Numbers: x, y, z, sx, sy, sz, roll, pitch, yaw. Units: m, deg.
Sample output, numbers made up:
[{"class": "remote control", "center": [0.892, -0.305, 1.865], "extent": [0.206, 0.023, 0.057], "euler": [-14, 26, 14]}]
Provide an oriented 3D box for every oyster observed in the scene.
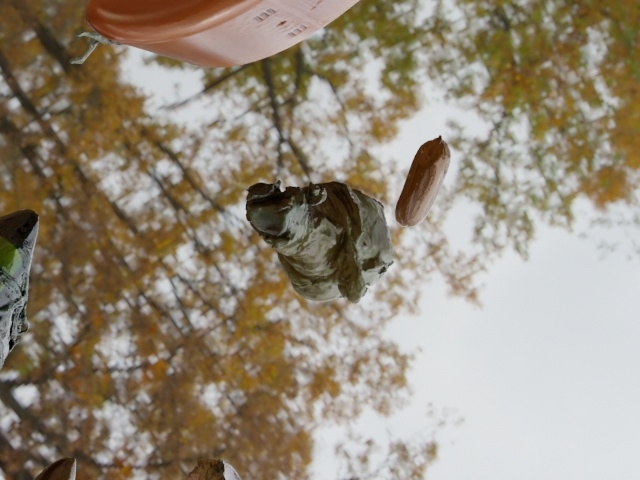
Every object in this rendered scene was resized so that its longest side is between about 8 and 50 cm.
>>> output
[{"class": "oyster", "center": [-0.088, 0.281, 1.074], "extent": [0.081, 0.191, 0.163], "euler": [-24, -139, -1]}]

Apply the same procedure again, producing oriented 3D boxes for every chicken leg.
[{"class": "chicken leg", "center": [0.000, 0.000, 0.966], "extent": [0.088, 0.103, 0.227], "euler": [5, 179, 19]}]

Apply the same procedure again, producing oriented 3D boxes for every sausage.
[{"class": "sausage", "center": [0.155, -0.083, 1.784], "extent": [0.062, 0.183, 0.054], "euler": [2, -140, -23]}]

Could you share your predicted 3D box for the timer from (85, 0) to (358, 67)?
[{"class": "timer", "center": [-0.086, -0.269, 1.163], "extent": [0.250, 0.161, 0.257], "euler": [-38, 172, 14]}]

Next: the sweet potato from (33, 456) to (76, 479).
[{"class": "sweet potato", "center": [-0.436, 0.454, 1.625], "extent": [0.092, 0.114, 0.341], "euler": [27, -112, 29]}]

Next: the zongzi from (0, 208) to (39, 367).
[{"class": "zongzi", "center": [-0.596, 0.107, 1.603], "extent": [0.319, 0.362, 0.383], "euler": [-57, -173, 38]}]

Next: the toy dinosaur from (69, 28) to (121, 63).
[{"class": "toy dinosaur", "center": [-0.218, -0.232, 1.275], "extent": [0.180, 0.037, 0.058], "euler": [-10, 169, 32]}]
